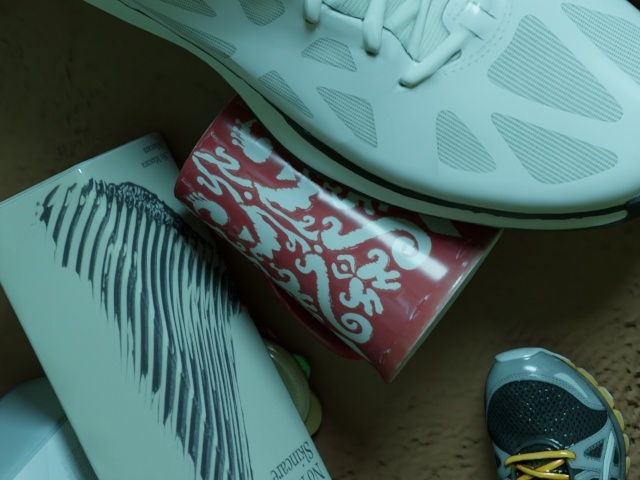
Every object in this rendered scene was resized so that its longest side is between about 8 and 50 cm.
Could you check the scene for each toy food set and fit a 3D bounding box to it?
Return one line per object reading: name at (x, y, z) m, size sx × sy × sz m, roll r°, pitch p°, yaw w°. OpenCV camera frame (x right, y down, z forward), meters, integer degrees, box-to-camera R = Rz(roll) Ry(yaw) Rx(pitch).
toy food set at (-0.043, 0.094, 1.240) m, size 0.083 × 0.020 × 0.082 m, roll -8°, pitch 109°, yaw 23°

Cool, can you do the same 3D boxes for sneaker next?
sneaker at (-0.011, -0.145, 0.968) m, size 0.447 × 0.257 × 0.169 m, roll 27°, pitch 86°, yaw 8°
sneaker at (0.146, 0.167, 1.170) m, size 0.084 × 0.083 × 0.215 m, roll -10°, pitch 107°, yaw 25°

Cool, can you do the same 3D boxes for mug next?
mug at (-0.002, 0.002, 1.136) m, size 0.169 × 0.113 × 0.150 m, roll 37°, pitch 118°, yaw 5°

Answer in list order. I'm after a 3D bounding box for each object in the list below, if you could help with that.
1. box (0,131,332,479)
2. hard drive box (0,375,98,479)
box at (-0.096, 0.081, 1.181) m, size 0.094 × 0.113 × 0.275 m, roll -25°, pitch 95°, yaw 27°
hard drive box at (-0.173, 0.209, 1.216) m, size 0.089 × 0.232 × 0.181 m, roll -17°, pitch 107°, yaw 24°
